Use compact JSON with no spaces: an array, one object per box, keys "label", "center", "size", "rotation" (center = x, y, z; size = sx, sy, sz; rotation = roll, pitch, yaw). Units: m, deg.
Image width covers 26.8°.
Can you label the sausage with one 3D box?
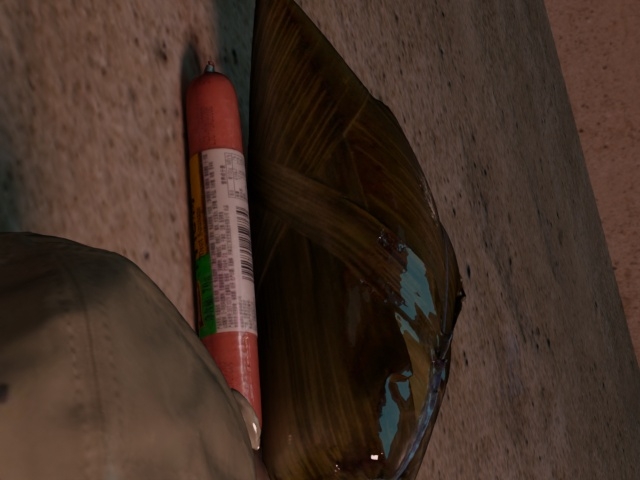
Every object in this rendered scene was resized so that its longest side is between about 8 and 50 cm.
[{"label":"sausage","center":[-0.050,0.007,0.683],"size":[0.029,0.029,0.223],"rotation":[40,41,-62]}]

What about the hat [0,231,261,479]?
[{"label":"hat","center":[-0.107,0.066,0.326],"size":[0.244,0.149,0.214],"rotation":[57,25,-70]}]

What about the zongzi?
[{"label":"zongzi","center":[0.000,0.000,0.700],"size":[0.221,0.112,0.242],"rotation":[-77,149,-58]}]
